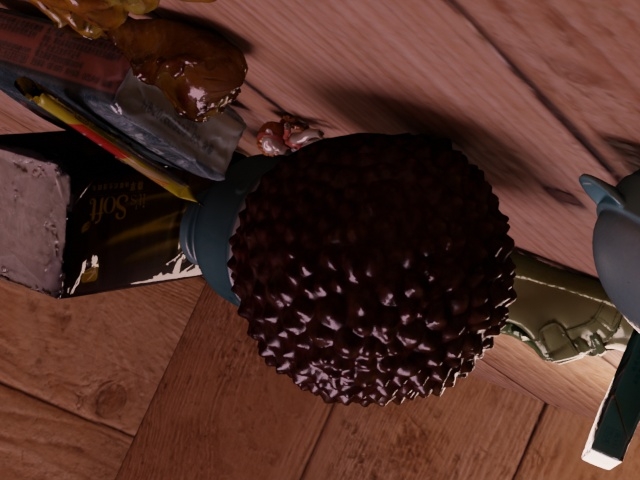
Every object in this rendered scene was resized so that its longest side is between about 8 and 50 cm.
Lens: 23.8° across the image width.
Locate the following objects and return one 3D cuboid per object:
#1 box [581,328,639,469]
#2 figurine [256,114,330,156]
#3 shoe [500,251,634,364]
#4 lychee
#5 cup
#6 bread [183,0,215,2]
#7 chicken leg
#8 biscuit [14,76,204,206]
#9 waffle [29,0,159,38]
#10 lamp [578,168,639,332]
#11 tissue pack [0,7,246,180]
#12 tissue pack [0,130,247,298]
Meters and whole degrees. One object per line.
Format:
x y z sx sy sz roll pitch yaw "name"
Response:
0.348 0.135 1.655 0.041 0.229 0.162 23 172 11 "box"
-0.029 -0.121 1.776 0.109 0.047 0.064 3 151 46 "figurine"
0.322 0.100 1.968 0.262 0.128 0.140 25 -174 13 "shoe"
0.055 0.034 1.576 0.306 0.306 0.330 27 -156 -16 "lychee"
0.000 0.000 1.970 0.257 0.219 0.289 18 -158 41 "cup"
-0.133 -0.236 1.295 0.115 0.056 0.082 28 172 -21 "bread"
-0.181 -0.205 1.595 0.251 0.087 0.107 28 153 22 "chicken leg"
-0.238 -0.112 1.770 0.292 0.026 0.048 35 -172 -43 "biscuit"
-0.269 -0.278 1.247 0.325 0.068 0.302 38 165 3 "waffle"
0.353 0.040 1.325 0.284 0.147 0.209 20 169 24 "lamp"
-0.271 -0.186 1.855 0.315 0.103 0.228 19 172 38 "tissue pack"
-0.282 -0.049 2.080 0.210 0.198 0.370 13 -167 36 "tissue pack"
